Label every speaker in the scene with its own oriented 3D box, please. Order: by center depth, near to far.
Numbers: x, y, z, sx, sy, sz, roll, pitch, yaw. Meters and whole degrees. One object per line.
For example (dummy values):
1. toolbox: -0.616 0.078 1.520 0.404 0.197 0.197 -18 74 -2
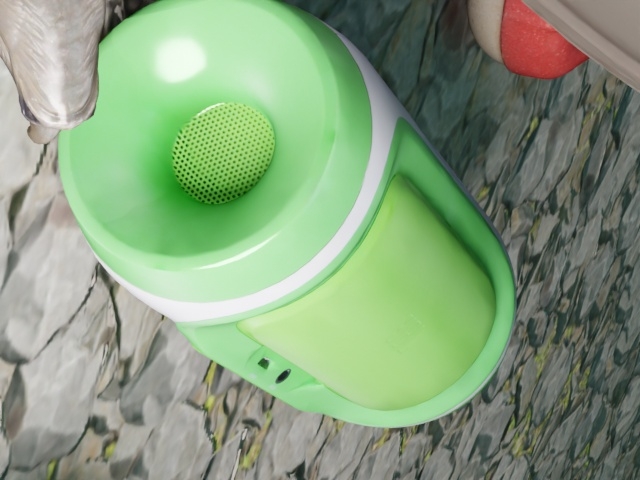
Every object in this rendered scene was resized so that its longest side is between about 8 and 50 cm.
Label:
1. speaker: 0.000 0.000 0.764 0.131 0.131 0.296 -63 157 -7

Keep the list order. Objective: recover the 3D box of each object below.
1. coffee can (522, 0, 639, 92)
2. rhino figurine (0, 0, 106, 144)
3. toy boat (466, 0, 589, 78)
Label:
1. coffee can: 0.184 -0.183 0.565 0.275 0.201 0.201 -52 155 -6
2. rhino figurine: -0.079 -0.128 0.509 0.073 0.106 0.243 -12 132 -21
3. toy boat: 0.191 -0.165 0.976 0.231 0.151 0.151 -34 142 -50
